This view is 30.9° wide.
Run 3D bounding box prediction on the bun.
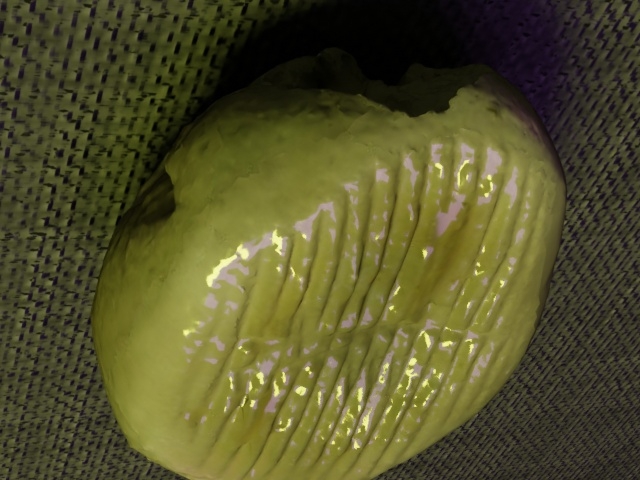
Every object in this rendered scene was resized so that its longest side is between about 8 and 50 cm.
[{"bbox_3d":[0.000,0.000,0.461,0.178,0.128,0.193,2,127,-29],"label":"bun"}]
